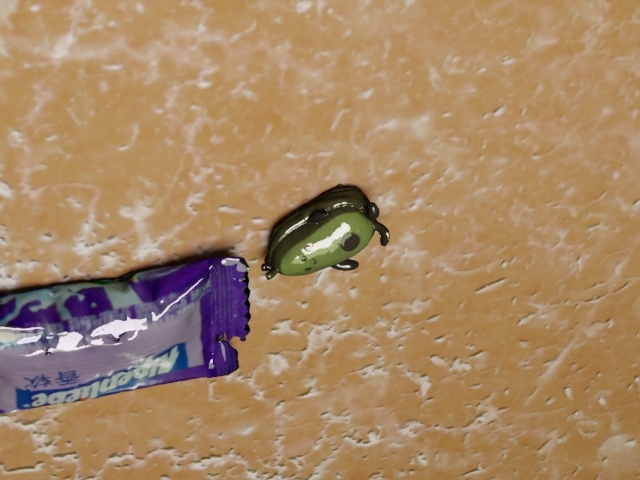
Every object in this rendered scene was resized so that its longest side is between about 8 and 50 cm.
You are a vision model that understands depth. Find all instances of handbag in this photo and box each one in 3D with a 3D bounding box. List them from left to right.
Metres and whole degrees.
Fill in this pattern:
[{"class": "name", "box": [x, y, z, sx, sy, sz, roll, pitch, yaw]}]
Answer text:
[{"class": "handbag", "box": [0.000, 0.000, 1.454, 0.111, 0.047, 0.072, -27, 131, 1]}]

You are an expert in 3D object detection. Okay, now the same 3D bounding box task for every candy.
[{"class": "candy", "box": [-0.191, 0.085, 1.446, 0.275, 0.070, 0.145, -11, 138, -15]}]
